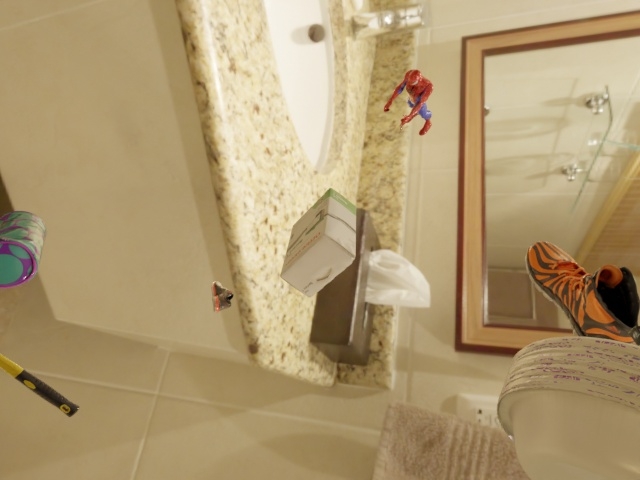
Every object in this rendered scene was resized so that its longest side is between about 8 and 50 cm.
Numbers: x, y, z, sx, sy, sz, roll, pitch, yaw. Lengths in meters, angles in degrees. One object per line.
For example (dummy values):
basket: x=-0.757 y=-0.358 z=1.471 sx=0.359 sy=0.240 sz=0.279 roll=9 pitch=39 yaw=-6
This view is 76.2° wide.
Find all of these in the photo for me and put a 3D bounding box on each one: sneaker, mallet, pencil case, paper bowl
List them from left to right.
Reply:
pencil case: x=-0.416 y=0.007 z=0.553 sx=0.070 sy=0.151 sz=0.065 roll=9 pitch=103 yaw=-31
mallet: x=-0.386 y=0.160 z=0.524 sx=0.189 sy=0.039 sz=0.062 roll=42 pitch=86 yaw=-22
sneaker: x=-0.301 y=0.173 z=1.261 sx=0.158 sy=0.064 sz=0.061 roll=-125 pitch=-150 yaw=-63
sneaker: x=0.577 y=0.085 z=0.891 sx=0.180 sy=0.124 sz=0.321 roll=77 pitch=-3 yaw=-47
paper bowl: x=0.381 y=0.273 z=0.539 sx=0.148 sy=0.284 sz=0.285 roll=-50 pitch=141 yaw=-31

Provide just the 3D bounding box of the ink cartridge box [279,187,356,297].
ink cartridge box: x=0.000 y=0.000 z=0.954 sx=0.092 sy=0.160 sz=0.220 roll=37 pitch=28 yaw=-17

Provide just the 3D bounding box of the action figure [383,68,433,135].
action figure: x=0.221 y=-0.329 z=1.042 sx=0.139 sy=0.091 sz=0.280 roll=-46 pitch=164 yaw=2

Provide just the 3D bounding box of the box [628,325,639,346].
box: x=0.479 y=0.154 z=0.555 sx=0.083 sy=0.067 sz=0.018 roll=-94 pitch=-178 yaw=-46
